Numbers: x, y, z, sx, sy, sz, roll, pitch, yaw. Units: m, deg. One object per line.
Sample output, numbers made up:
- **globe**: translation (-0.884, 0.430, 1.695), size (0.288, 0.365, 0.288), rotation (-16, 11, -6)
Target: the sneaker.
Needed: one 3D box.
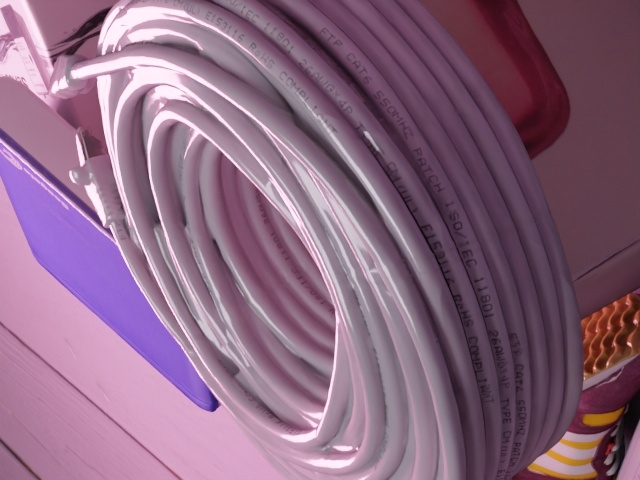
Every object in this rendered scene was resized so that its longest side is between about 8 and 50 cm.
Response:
- **sneaker**: translation (0.135, 0.084, 0.913), size (0.084, 0.069, 0.185), rotation (32, 148, -13)

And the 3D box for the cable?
- **cable**: translation (0.000, 0.000, 0.729), size (0.257, 0.089, 0.257), rotation (62, 156, -2)

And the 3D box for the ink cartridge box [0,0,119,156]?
- **ink cartridge box**: translation (-0.192, -0.168, 1.291), size (0.153, 0.087, 0.208), rotation (14, 130, 61)

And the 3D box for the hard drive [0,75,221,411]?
- **hard drive**: translation (-0.151, 0.015, 1.329), size (0.210, 0.040, 0.318), rotation (41, 165, 11)

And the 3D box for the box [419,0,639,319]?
- **box**: translation (0.064, -0.076, 0.786), size (0.232, 0.127, 0.148), rotation (58, 157, 12)

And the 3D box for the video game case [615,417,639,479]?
- **video game case**: translation (0.217, 0.196, 0.787), size (0.329, 0.036, 0.300), rotation (96, 156, -54)
